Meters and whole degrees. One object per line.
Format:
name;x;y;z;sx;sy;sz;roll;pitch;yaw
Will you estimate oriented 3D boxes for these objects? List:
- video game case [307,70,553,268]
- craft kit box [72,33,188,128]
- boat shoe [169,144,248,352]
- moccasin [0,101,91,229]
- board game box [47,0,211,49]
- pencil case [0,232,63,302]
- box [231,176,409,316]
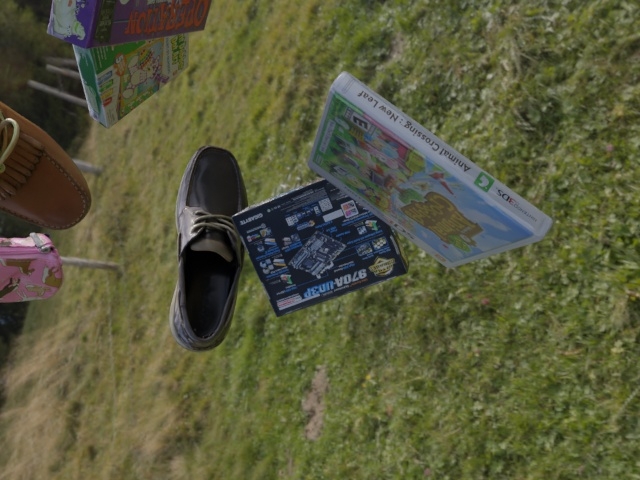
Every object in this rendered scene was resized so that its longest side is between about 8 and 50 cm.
video game case;0.078;-0.047;0.525;0.023;0.193;0.212;-54;0;-11
craft kit box;-0.363;-0.375;1.144;0.246;0.061;0.250;-51;-5;-26
boat shoe;-0.174;0.009;0.964;0.130;0.133;0.355;162;109;-69
moccasin;-0.451;-0.135;0.729;0.139;0.380;0.147;-38;40;-2
board game box;-0.182;-0.341;0.667;0.346;0.056;0.208;-70;6;-65
pencil case;-0.740;0.057;1.184;0.160;0.386;0.167;23;104;36
box;0.000;0.000;0.870;0.220;0.175;0.051;-21;10;16
